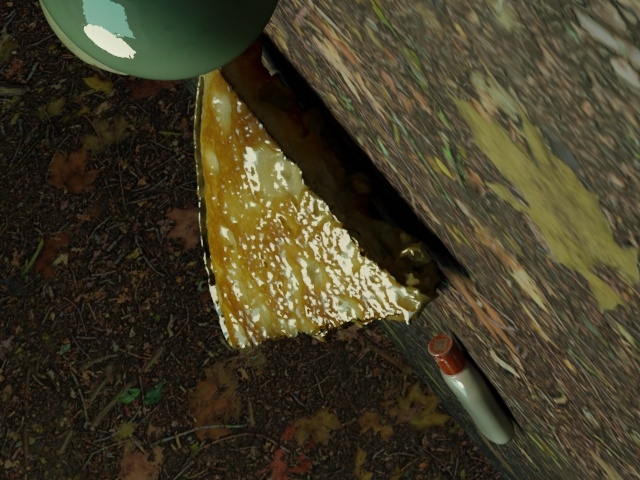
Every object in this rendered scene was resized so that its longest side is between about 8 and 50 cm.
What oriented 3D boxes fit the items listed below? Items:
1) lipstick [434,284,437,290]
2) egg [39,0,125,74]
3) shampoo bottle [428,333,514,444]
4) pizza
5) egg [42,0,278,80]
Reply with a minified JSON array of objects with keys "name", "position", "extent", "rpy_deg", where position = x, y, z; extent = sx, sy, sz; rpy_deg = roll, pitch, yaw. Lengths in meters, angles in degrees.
[{"name":"lipstick","position":[0.098,0.060,1.491],"extent":[0.081,0.081,0.300],"rpy_deg":[52,175,3]},{"name":"egg","position":[-0.189,-0.262,1.145],"extent":[0.183,0.183,0.217],"rpy_deg":[54,-171,-30]},{"name":"shampoo bottle","position":[0.227,0.223,1.773],"extent":[0.221,0.051,0.108],"rpy_deg":[54,179,-38]},{"name":"pizza","position":[0.000,0.000,1.342],"extent":[0.406,0.130,0.440],"rpy_deg":[30,134,39]},{"name":"egg","position":[-0.112,-0.200,0.776],"extent":[0.168,0.168,0.231],"rpy_deg":[54,-179,-38]}]
